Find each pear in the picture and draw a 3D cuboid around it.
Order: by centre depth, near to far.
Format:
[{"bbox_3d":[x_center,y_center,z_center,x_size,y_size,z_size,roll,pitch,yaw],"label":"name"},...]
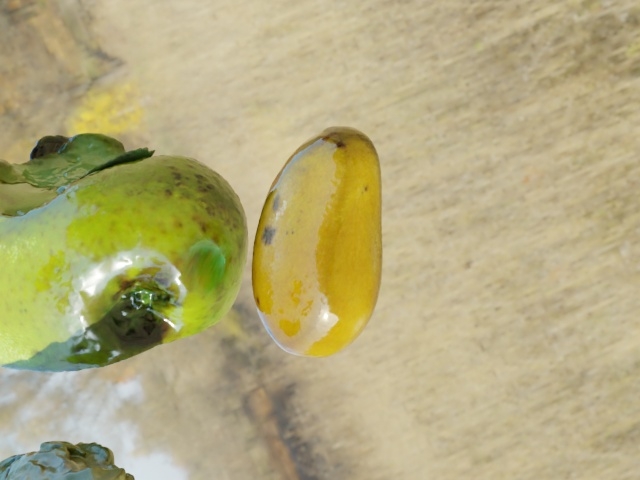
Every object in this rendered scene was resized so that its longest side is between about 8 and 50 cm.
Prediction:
[{"bbox_3d":[-0.198,0.011,0.993,0.255,0.238,0.164,12,122,51],"label":"pear"}]

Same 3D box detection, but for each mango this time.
[{"bbox_3d":[-0.002,0.001,0.909,0.115,0.090,0.178,4,93,54],"label":"mango"}]

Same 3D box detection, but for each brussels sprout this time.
[{"bbox_3d":[-0.203,0.214,0.862,0.139,0.181,0.100,-45,-63,-51],"label":"brussels sprout"}]
